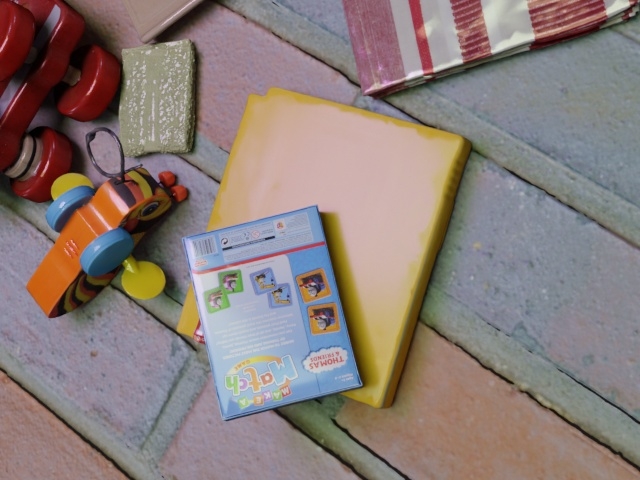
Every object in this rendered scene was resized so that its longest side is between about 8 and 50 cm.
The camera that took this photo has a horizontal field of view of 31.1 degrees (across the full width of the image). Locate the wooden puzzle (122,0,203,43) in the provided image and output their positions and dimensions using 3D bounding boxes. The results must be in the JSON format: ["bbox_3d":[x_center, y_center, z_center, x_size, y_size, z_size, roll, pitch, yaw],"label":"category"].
[{"bbox_3d":[-0.183,-0.399,1.471,0.221,0.044,0.239,-33,69,18],"label":"wooden puzzle"}]

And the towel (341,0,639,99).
[{"bbox_3d":[0.177,-0.315,1.309,0.329,0.037,0.237,-15,78,20],"label":"towel"}]

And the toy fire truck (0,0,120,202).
[{"bbox_3d":[-0.419,-0.204,1.507,0.302,0.169,0.254,-57,43,10],"label":"toy fire truck"}]

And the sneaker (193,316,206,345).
[{"bbox_3d":[-0.109,0.132,1.336,0.067,0.042,0.118,-17,71,17],"label":"sneaker"}]

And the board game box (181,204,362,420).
[{"bbox_3d":[-0.055,0.081,1.292,0.160,0.039,0.211,-14,77,0],"label":"board game box"}]

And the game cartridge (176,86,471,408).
[{"bbox_3d":[0.000,0.000,1.354,0.285,0.052,0.324,18,91,24],"label":"game cartridge"}]

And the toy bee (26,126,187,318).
[{"bbox_3d":[-0.242,-0.019,1.420,0.298,0.162,0.195,-28,85,43],"label":"toy bee"}]

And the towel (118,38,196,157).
[{"bbox_3d":[-0.207,-0.181,1.468,0.110,0.027,0.148,-2,84,22],"label":"towel"}]
